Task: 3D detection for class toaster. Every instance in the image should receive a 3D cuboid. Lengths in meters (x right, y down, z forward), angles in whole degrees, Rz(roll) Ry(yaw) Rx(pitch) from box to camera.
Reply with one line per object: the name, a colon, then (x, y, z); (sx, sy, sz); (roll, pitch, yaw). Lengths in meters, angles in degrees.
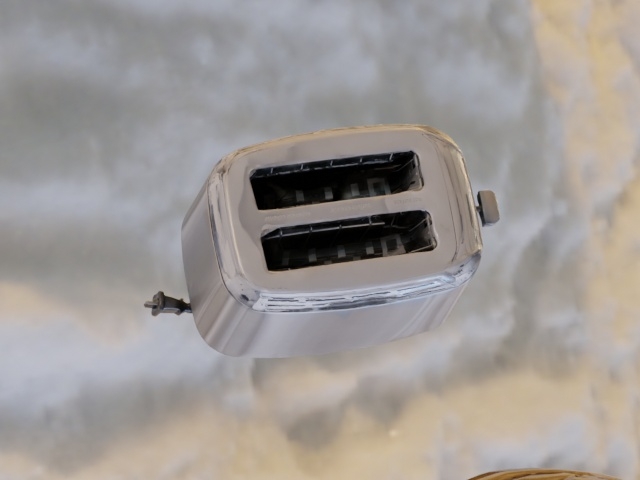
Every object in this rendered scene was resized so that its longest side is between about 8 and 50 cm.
toaster: (0.000, 0.000, 1.100); (0.146, 0.227, 0.129); (122, -40, -70)

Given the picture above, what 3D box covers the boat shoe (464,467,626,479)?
boat shoe: (0.067, 0.161, 0.523); (0.277, 0.098, 0.096); (-62, 149, -68)
